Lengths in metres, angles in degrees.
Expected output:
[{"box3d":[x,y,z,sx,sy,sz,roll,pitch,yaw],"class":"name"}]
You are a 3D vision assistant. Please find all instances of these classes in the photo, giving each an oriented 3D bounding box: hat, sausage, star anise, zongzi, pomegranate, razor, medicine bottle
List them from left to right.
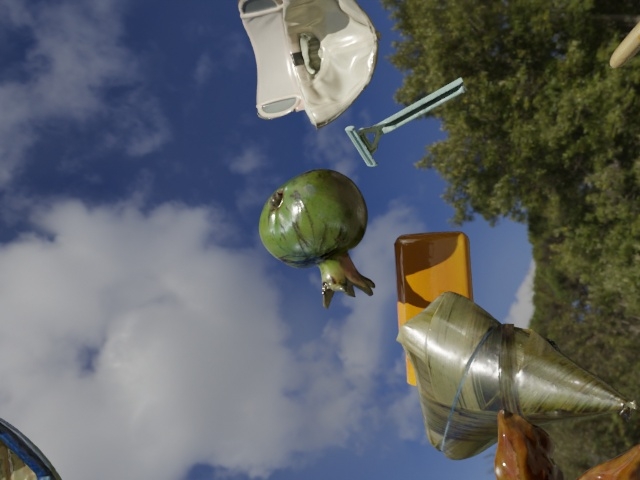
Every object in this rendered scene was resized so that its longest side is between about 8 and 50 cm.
[{"box3d":[-0.024,-0.292,0.916,0.164,0.226,0.220,-14,-73,-17],"class":"hat"},{"box3d":[0.000,0.000,0.805,0.131,0.152,0.191,-22,-87,-37],"class":"pomegranate"},{"box3d":[0.201,-0.283,1.322,0.277,0.056,0.111,-30,-61,12],"class":"razor"},{"box3d":[0.175,0.102,0.881,0.149,0.111,0.222,18,-111,-76],"class":"medicine bottle"},{"box3d":[0.210,0.187,0.631,0.112,0.242,0.221,-38,-50,-30],"class":"zongzi"},{"box3d":[0.185,0.234,0.443,0.111,0.212,0.196,-1,-87,-13],"class":"star anise"},{"box3d":[0.385,-0.250,0.688,0.024,0.024,0.132,-55,-7,-21],"class":"sausage"}]

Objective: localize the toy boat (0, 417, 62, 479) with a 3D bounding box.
[{"box3d":[-0.223,0.244,0.393,0.115,0.114,0.262,101,156,-71],"class":"toy boat"}]
